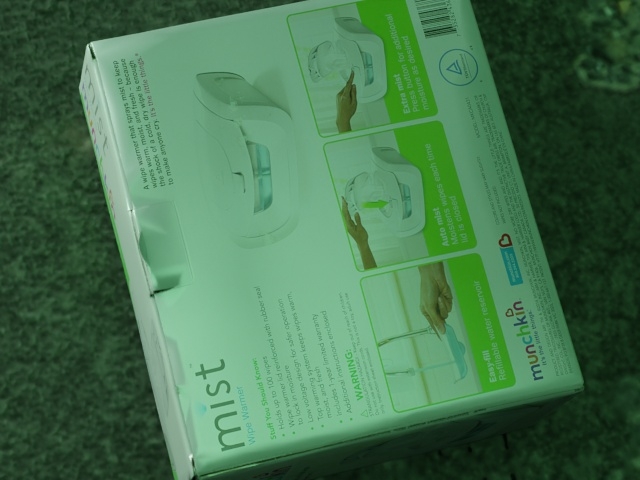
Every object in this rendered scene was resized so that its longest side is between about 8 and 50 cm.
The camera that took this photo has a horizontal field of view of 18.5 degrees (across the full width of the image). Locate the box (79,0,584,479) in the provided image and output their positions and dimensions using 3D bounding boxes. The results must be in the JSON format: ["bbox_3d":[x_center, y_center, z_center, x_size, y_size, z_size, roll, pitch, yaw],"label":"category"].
[{"bbox_3d":[0.000,0.000,1.155,0.231,0.127,0.262,-13,76,-11],"label":"box"}]
